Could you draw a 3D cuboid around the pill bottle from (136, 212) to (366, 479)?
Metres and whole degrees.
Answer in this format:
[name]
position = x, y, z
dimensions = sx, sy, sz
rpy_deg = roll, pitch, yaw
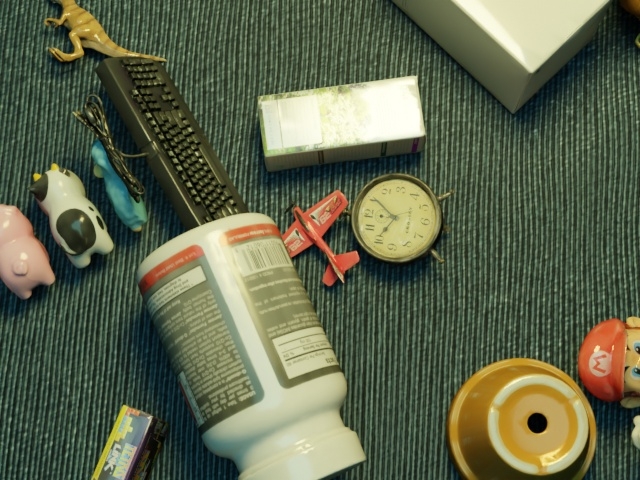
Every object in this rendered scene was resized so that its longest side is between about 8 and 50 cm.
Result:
[pill bottle]
position = -0.090, 0.164, 1.557
dimensions = 0.210, 0.210, 0.363
rpy_deg = -23, 78, -4

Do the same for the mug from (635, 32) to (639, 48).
[mug]
position = 0.514, -0.281, 1.728
dimensions = 0.064, 0.062, 0.078
rpy_deg = -48, 43, 0

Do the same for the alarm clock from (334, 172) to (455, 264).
[alarm clock]
position = 0.093, -0.033, 1.670
dimensions = 0.192, 0.064, 0.129
rpy_deg = 10, 86, 9

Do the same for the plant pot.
[plant pot]
position = 0.276, 0.252, 1.538
dimensions = 0.205, 0.188, 0.205
rpy_deg = 0, 77, 1

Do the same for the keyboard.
[keyboard]
position = -0.232, -0.131, 1.659
dimensions = 0.201, 0.033, 0.317
rpy_deg = -19, 72, -46

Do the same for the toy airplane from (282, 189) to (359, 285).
[toy airplane]
position = 0.000, 0.000, 1.667
dimensions = 0.151, 0.028, 0.151
rpy_deg = -2, 86, 28

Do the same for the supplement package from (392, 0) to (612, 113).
[supplement package]
position = 0.248, -0.365, 1.686
dimensions = 0.177, 0.175, 0.293
rpy_deg = -43, 80, -9

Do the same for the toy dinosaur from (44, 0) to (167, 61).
[toy dinosaur]
position = -0.351, -0.309, 1.746
dimensions = 0.211, 0.064, 0.112
rpy_deg = 41, 80, 9

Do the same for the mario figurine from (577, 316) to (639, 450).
[mario figurine]
position = 0.508, 0.176, 1.556
dimensions = 0.320, 0.170, 0.198
rpy_deg = 5, 43, -5

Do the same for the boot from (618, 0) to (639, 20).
[boot]
position = 0.468, -0.462, 1.670
dimensions = 0.104, 0.211, 0.295
rpy_deg = -8, 64, 33

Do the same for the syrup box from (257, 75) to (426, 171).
[syrup box]
position = 0.031, -0.169, 1.688
dimensions = 0.236, 0.096, 0.093
rpy_deg = -8, 79, -1

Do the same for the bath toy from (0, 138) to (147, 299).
[bath toy]
position = -0.427, -0.006, 1.647
dimensions = 0.348, 0.129, 0.151
rpy_deg = -34, 45, -7

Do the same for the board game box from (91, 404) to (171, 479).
[board game box]
position = -0.266, 0.315, 1.562
dimensions = 0.048, 0.141, 0.170
rpy_deg = 21, 79, 6
